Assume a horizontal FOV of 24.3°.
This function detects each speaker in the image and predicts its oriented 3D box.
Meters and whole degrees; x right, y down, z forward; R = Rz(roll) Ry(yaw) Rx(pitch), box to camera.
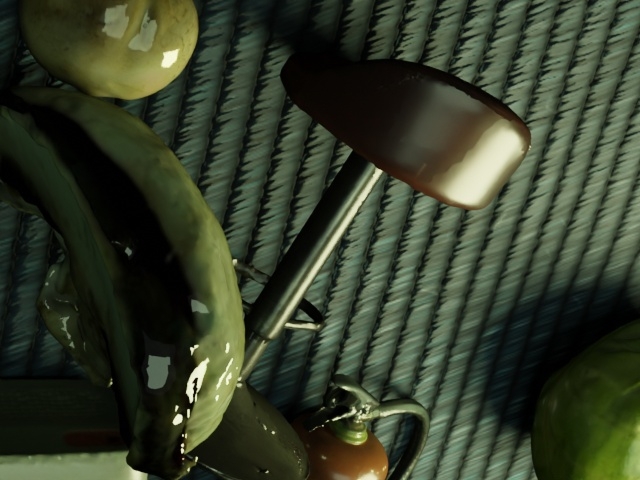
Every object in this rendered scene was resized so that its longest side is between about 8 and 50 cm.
[{"bbox_3d":[-0.360,0.239,1.339,0.406,0.183,0.184,2,112,-23],"label":"speaker"}]

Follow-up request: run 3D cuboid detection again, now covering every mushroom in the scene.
[{"bbox_3d":[-0.165,0.015,1.201,0.130,0.344,0.247,-21,149,-26],"label":"mushroom"},{"bbox_3d":[-0.172,-0.177,1.205,0.148,0.148,0.112,34,63,-33],"label":"mushroom"}]

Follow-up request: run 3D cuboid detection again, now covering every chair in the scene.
[{"bbox_3d":[0.000,0.000,1.306,0.226,0.226,0.401,24,108,-31],"label":"chair"}]

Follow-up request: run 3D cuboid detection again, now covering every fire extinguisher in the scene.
[{"bbox_3d":[-0.003,0.283,1.563,0.200,0.113,0.376,-25,142,-61],"label":"fire extinguisher"}]

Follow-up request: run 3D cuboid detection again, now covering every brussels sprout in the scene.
[{"bbox_3d":[0.339,0.203,1.577,0.244,0.244,0.244,-10,122,-16],"label":"brussels sprout"}]
